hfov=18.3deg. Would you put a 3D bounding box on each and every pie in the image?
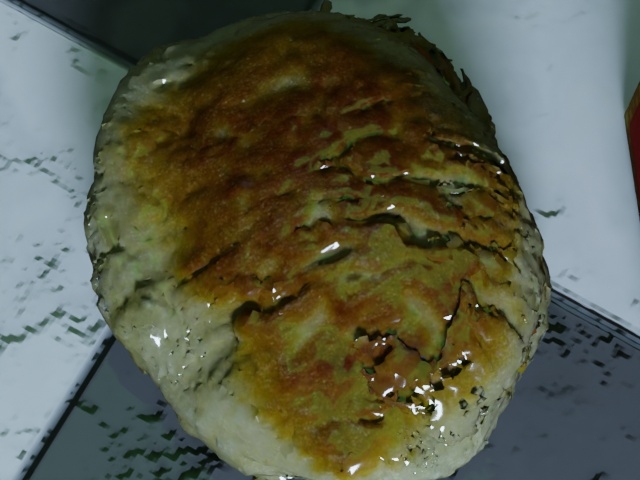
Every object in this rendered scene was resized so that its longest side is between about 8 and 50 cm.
[{"bbox_3d":[0.000,0.000,0.721,0.163,0.079,0.193,-31,75,-9],"label":"pie"}]

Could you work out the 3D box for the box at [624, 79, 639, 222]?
[{"bbox_3d":[0.160,-0.021,0.649,0.074,0.240,0.153,-1,72,-2],"label":"box"}]
